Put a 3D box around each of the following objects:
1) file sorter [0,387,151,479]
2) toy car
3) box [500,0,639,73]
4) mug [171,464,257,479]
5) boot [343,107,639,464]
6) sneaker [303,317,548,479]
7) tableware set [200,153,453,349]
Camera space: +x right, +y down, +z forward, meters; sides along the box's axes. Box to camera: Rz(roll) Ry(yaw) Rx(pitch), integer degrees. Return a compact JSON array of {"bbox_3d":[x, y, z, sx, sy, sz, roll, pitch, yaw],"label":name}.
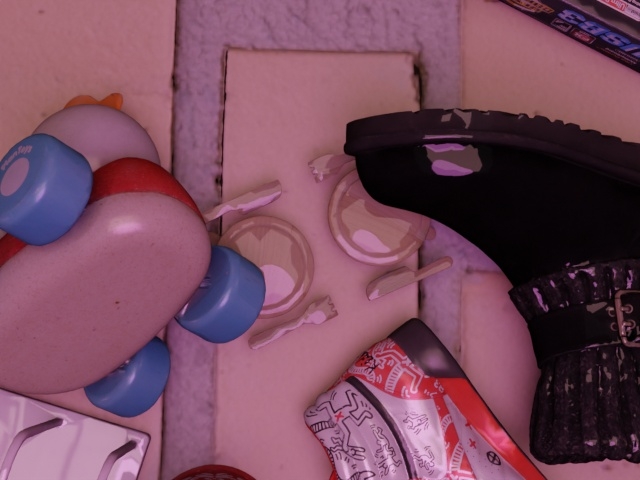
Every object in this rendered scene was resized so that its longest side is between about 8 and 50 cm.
[{"bbox_3d":[-0.296,0.204,0.806,0.277,0.173,0.193,18,83,-2],"label":"file sorter"},{"bbox_3d":[-0.195,-0.019,0.856,0.210,0.219,0.238,-40,43,18],"label":"toy car"},{"bbox_3d":[0.323,-0.295,0.951,0.295,0.073,0.293,26,83,-1],"label":"box"},{"bbox_3d":[-0.067,0.238,0.817,0.150,0.169,0.113,11,82,-2],"label":"mug"},{"bbox_3d":[0.171,0.044,0.851,0.347,0.131,0.260,11,83,-14],"label":"boot"},{"bbox_3d":[0.103,0.210,0.874,0.145,0.090,0.270,-37,86,-3],"label":"sneaker"},{"bbox_3d":[0.000,0.000,0.915,0.194,0.039,0.128,-23,89,-4],"label":"tableware set"}]
